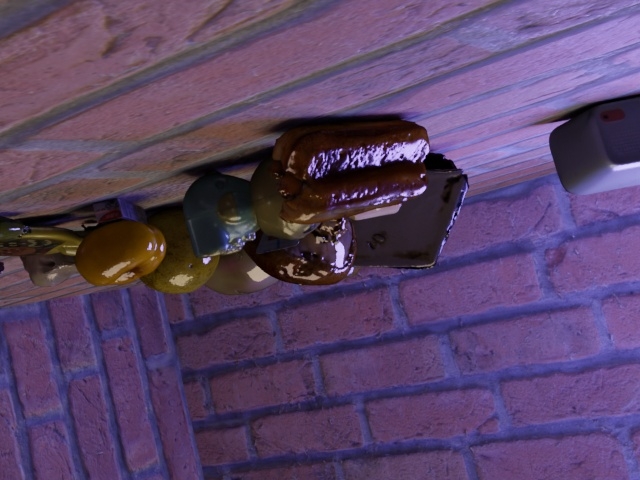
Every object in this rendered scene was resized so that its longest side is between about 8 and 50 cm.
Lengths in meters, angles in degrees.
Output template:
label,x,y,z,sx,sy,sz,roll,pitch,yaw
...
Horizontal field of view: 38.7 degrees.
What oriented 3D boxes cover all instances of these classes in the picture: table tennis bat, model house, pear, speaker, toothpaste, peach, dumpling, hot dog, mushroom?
label,x,y,z,sx,sy,sz,roll,pitch,yaw
table tennis bat,-0.540,0.007,1.838,0.369,0.054,0.224,1,168,-34
model house,0.174,-0.089,2.182,0.297,0.317,0.282,16,-162,-2
pear,-0.332,0.026,2.026,0.197,0.197,0.197,-13,176,-1
speaker,0.743,-0.234,2.053,0.406,0.183,0.184,-12,171,-16
toothpaste,-0.062,-0.059,1.776,0.089,0.057,0.234,-13,-146,22
peach,-0.387,0.025,1.775,0.179,0.103,0.179,-21,169,-4
dumpling,-0.602,0.047,2.077,0.199,0.118,0.136,12,-169,39
hot dog,0.048,-0.123,1.520,0.117,0.158,0.349,8,-164,44
mushroom,-0.025,-0.029,1.958,0.255,0.267,0.267,-25,172,23

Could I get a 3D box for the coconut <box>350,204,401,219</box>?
label,x,y,z,sx,sy,sz,roll,pitch,yaw
coconut,0.106,-0.118,1.792,0.153,0.147,0.147,-11,176,-13

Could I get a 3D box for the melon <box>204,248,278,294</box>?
label,x,y,z,sx,sy,sz,roll,pitch,yaw
melon,-0.189,0.018,2.171,0.223,0.223,0.317,-10,180,-40

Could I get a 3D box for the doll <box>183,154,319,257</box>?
label,x,y,z,sx,sy,sz,roll,pitch,yaw
doll,-0.104,-0.069,1.645,0.261,0.161,0.177,-14,177,10

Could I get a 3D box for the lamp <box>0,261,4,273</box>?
label,x,y,z,sx,sy,sz,roll,pitch,yaw
lamp,-0.697,0.056,1.606,0.223,0.151,0.215,-43,-147,-11

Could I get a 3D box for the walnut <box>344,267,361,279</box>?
label,x,y,z,sx,sy,sz,roll,pitch,yaw
walnut,0.000,0.000,2.355,0.283,0.283,0.227,-8,150,-52

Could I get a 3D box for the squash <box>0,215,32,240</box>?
label,x,y,z,sx,sy,sz,roll,pitch,yaw
squash,-0.583,-0.017,1.585,0.052,0.052,0.183,-16,175,35

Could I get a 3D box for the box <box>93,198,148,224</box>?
label,x,y,z,sx,sy,sz,roll,pitch,yaw
box,-0.398,-0.050,1.831,0.055,0.039,0.218,-14,176,0

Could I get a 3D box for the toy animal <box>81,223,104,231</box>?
label,x,y,z,sx,sy,sz,roll,pitch,yaw
toy animal,-0.467,-0.021,1.974,0.065,0.047,0.136,-6,-174,29
